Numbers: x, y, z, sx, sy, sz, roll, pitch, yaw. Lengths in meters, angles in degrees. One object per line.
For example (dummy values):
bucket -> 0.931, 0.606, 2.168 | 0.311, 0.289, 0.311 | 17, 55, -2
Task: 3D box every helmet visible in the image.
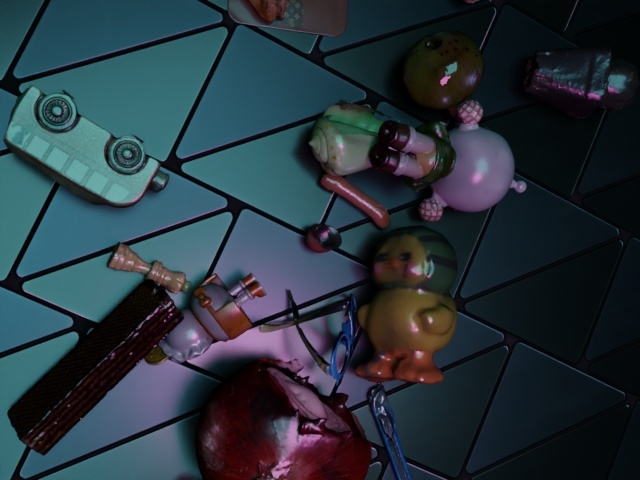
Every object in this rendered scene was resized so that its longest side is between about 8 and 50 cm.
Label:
helmet -> 0.000, 0.001, 1.825 | 0.084, 0.049, 0.065 | 11, 50, -41

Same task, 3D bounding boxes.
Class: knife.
knife -> 0.164, 0.452, 1.865 | 0.044, 0.026, 0.296 | -21, 93, -27

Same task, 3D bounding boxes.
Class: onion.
onion -> -0.087, 0.397, 1.662 | 0.341, 0.341, 0.341 | 1, 88, -16

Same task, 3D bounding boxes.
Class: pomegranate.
pomegranate -> 0.266, -0.351, 1.864 | 0.179, 0.179, 0.210 | -12, 121, -16

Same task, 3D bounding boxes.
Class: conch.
conch -> 0.083, -0.228, 1.823 | 0.251, 0.143, 0.137 | -27, 137, -28

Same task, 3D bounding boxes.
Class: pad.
pad -> -0.067, -0.544, 1.851 | 0.267, 0.004, 0.181 | 4, 86, -15

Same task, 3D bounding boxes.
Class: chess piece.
chess piece -> -0.341, 0.062, 1.722 | 0.172, 0.060, 0.060 | 27, 81, -17

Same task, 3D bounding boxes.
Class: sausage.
sausage -> 0.081, -0.090, 1.856 | 0.186, 0.043, 0.043 | 35, 79, -12

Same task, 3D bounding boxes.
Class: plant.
plant -> 0.600, -0.364, 1.956 | 0.256, 0.164, 0.141 | 8, 82, 0

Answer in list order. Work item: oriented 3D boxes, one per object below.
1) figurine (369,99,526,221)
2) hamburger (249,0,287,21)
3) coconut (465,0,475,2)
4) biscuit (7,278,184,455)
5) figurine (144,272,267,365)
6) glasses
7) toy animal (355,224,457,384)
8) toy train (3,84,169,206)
figurine -> 0.275, -0.165, 1.816 | 0.370, 0.167, 0.281 | 12, 106, -34
hamburger -> -0.115, -0.553, 1.785 | 0.087, 0.102, 0.176 | -38, 98, -26
coconut -> 0.366, -0.594, 1.925 | 0.125, 0.110, 0.110 | -23, 94, -9
biscuit -> -0.429, 0.238, 1.643 | 0.388, 0.107, 0.073 | -45, 130, -8
figurine -> -0.235, 0.159, 1.708 | 0.271, 0.143, 0.143 | -24, 94, -17
glasses -> -0.008, 0.172, 1.751 | 0.207, 0.239, 0.102 | 28, 123, -7
toy animal -> 0.197, 0.138, 1.807 | 0.191, 0.216, 0.338 | 16, 77, -48
toy train -> -0.457, -0.170, 1.662 | 0.326, 0.129, 0.159 | 32, 85, -13
